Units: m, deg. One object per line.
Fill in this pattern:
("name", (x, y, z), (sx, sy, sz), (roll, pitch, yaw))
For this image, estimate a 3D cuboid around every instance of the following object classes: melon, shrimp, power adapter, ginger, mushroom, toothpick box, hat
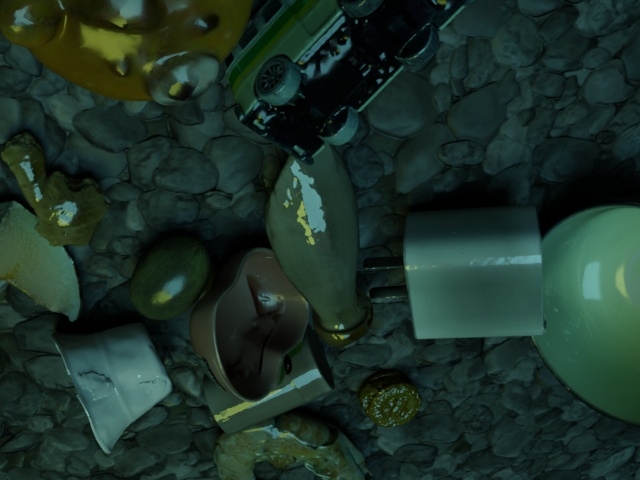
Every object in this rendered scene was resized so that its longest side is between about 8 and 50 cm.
("melon", (-0.206, 0.051, 1.058), (0.098, 0.098, 0.131), (28, 107, -29))
("shrimp", (-0.036, 0.414, 1.378), (0.247, 0.085, 0.360), (-38, 122, 25))
("melon", (-0.373, 0.032, 1.013), (0.054, 0.098, 0.182), (-11, 148, 25))
("power adapter", (0.192, 0.049, 1.122), (0.255, 0.124, 0.187), (-3, 127, 13))
("ginger", (-0.326, -0.062, 0.967), (0.096, 0.067, 0.165), (-18, 123, 1))
("mushroom", (0.000, 0.000, 1.052), (0.128, 0.128, 0.350), (-17, 126, -2))
("toothpick box", (-0.078, 0.218, 1.200), (0.180, 0.111, 0.111), (-26, 127, 6))
("hat", (-0.291, 0.193, 1.109), (0.126, 0.203, 0.203), (-25, 129, -20))

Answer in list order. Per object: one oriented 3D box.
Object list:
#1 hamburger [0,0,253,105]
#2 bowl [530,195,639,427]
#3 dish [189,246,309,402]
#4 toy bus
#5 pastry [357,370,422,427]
("hamburger", (-0.186, -0.262, 0.757), (0.276, 0.237, 0.276), (-5, 127, -7))
("bowl", (0.501, 0.085, 1.150), (0.185, 0.354, 0.354), (-24, 136, -40))
("dish", (-0.112, 0.115, 1.090), (0.090, 0.213, 0.213), (2, 137, 35))
("toy bus", (0.019, -0.240, 0.865), (0.276, 0.165, 0.133), (-44, 139, 16))
("pastry", (0.118, 0.272, 1.324), (0.109, 0.057, 0.097), (-2, 120, -15))
